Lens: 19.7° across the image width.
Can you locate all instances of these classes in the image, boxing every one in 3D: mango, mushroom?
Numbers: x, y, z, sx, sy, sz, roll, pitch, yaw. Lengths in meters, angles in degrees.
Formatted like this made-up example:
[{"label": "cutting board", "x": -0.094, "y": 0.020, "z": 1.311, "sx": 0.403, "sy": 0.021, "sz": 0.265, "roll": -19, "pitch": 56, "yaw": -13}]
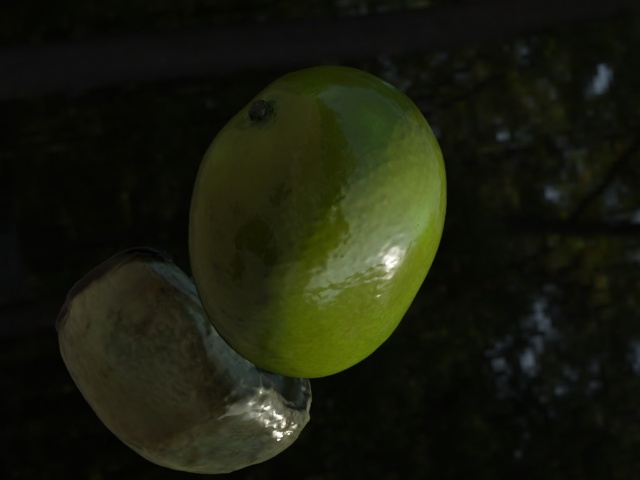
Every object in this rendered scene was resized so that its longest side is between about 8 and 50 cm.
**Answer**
[{"label": "mango", "x": -0.006, "y": 0.000, "z": 1.319, "sx": 0.149, "sy": 0.185, "sz": 0.273, "roll": 47, "pitch": -39, "yaw": 33}, {"label": "mushroom", "x": -0.122, "y": 0.131, "z": 1.717, "sx": 0.164, "sy": 0.189, "sz": 0.267, "roll": 66, "pitch": 4, "yaw": 34}]
